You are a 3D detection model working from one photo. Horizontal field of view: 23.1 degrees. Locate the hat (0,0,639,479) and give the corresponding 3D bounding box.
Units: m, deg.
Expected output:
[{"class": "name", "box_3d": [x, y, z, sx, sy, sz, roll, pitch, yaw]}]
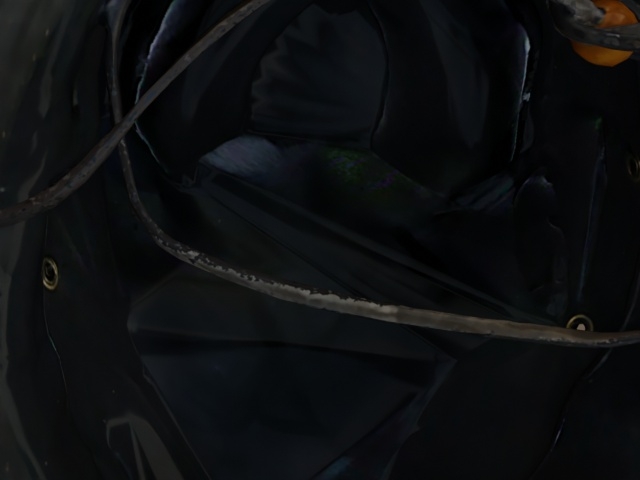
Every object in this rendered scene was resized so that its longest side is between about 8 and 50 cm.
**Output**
[{"class": "hat", "box_3d": [0.000, 0.000, 0.392, 0.331, 0.134, 0.331, -3, 102, -15]}]
